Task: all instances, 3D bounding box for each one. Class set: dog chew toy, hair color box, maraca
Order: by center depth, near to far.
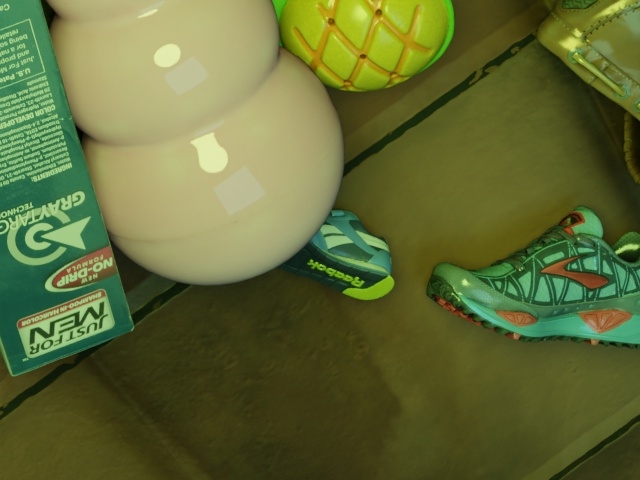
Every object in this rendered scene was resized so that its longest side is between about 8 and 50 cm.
[{"bbox_3d":[-0.245,-0.090,1.431,0.105,0.174,0.347,-22,128,-12],"label":"hair color box"},{"bbox_3d":[-0.110,-0.130,1.469,0.206,0.206,0.332,-28,121,-8],"label":"dog chew toy"},{"bbox_3d":[0.015,-0.171,1.568,0.185,0.099,0.127,-9,127,10],"label":"maraca"}]

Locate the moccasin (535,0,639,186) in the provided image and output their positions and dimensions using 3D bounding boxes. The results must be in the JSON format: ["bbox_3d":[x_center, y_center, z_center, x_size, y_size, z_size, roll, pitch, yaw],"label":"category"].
[{"bbox_3d":[0.323,-0.090,1.751,0.147,0.139,0.380,-42,130,5],"label":"moccasin"}]

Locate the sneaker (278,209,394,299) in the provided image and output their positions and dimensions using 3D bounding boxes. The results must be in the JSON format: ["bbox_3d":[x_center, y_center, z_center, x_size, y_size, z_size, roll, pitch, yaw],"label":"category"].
[{"bbox_3d":[0.000,0.000,1.705,0.144,0.059,0.053,27,139,-22],"label":"sneaker"}]

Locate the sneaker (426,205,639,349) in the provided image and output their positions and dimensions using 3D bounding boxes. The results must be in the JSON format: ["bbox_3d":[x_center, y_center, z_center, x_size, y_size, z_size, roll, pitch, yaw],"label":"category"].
[{"bbox_3d":[0.210,0.024,1.817,0.262,0.104,0.125,6,101,-35],"label":"sneaker"}]
